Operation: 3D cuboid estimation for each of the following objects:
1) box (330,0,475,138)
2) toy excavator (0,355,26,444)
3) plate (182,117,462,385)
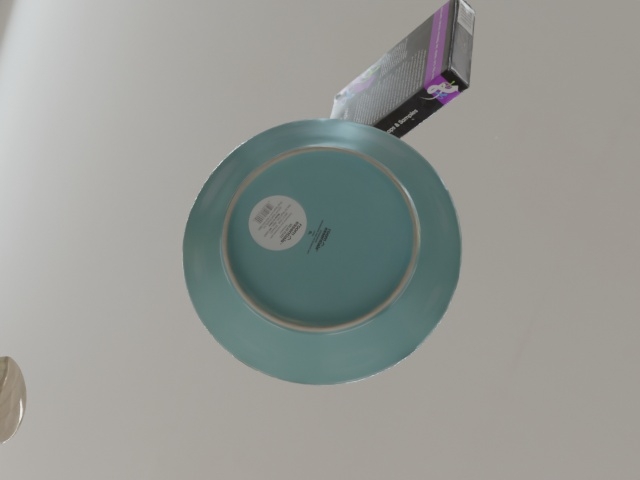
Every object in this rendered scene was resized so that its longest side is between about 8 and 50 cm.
[{"bbox_3d":[0.065,-0.129,0.740,0.029,0.116,0.162,37,-48,-23],"label":"box"},{"bbox_3d":[-0.550,0.034,1.055,0.222,0.433,0.446,-12,-108,17],"label":"toy excavator"},{"bbox_3d":[0.000,0.000,0.555,0.188,0.024,0.188,-1,-108,3],"label":"plate"}]
